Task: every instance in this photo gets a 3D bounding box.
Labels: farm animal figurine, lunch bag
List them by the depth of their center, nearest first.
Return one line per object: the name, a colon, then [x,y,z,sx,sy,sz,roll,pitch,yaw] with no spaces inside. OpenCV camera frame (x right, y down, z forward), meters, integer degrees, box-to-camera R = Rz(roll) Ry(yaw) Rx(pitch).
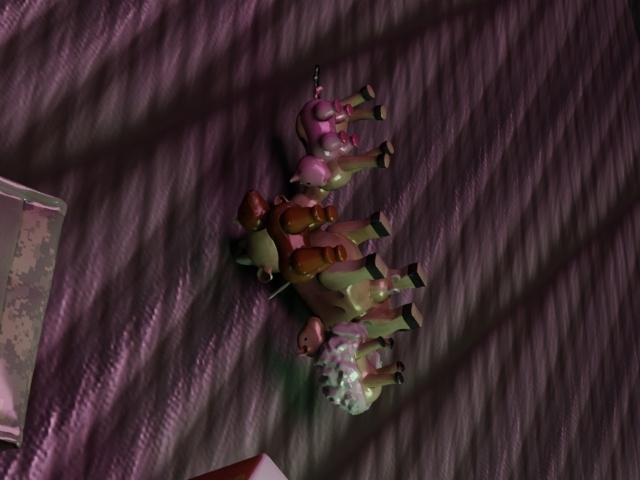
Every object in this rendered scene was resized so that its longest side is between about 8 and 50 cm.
lunch bag: [-0.380,0.037,1.052,0.287,0.169,0.235,24,56,-30]
farm animal figurine: [0.000,0.000,1.522,0.326,0.172,0.330,63,29,-22]

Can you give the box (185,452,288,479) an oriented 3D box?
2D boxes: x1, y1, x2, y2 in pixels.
box: [-0.141,0.378,1.094,0.168,0.215,0.345,53,40,-14]
